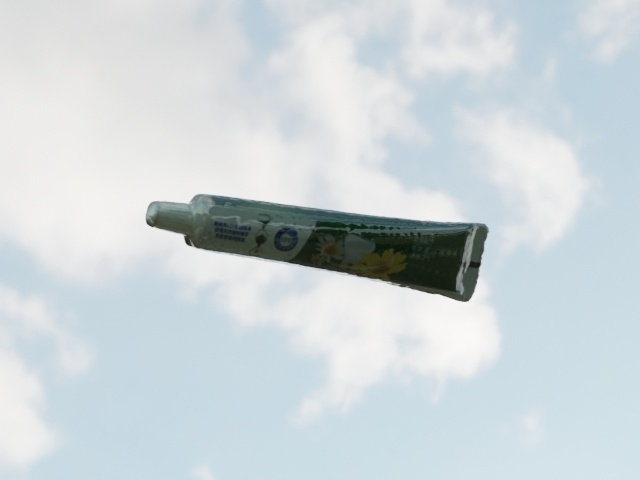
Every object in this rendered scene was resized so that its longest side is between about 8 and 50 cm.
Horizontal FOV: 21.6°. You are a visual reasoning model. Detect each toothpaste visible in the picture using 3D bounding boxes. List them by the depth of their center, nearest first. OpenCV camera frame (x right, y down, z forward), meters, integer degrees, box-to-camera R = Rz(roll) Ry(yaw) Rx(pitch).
[{"bbox_3d":[0.000,0.000,0.960,0.204,0.049,0.031,8,10,-19],"label":"toothpaste"}]
